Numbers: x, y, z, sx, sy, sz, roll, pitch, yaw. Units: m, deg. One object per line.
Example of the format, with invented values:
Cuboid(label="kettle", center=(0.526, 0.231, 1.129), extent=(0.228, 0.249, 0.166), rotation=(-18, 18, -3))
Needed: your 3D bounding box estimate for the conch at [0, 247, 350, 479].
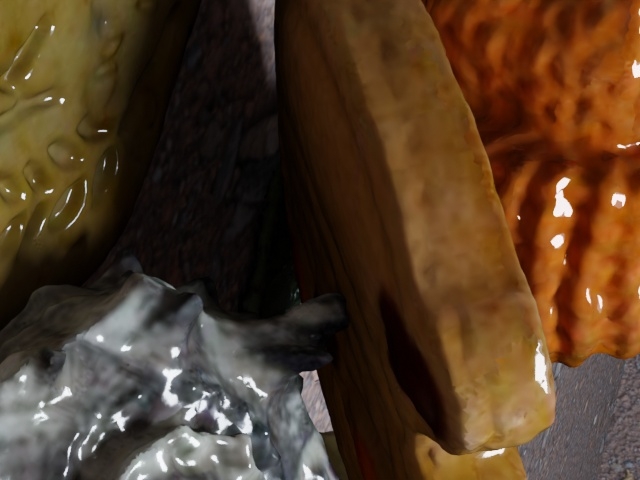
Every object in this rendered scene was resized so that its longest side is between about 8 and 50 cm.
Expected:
Cuboid(label="conch", center=(-0.097, 0.147, 0.607), extent=(0.313, 0.186, 0.241), rotation=(-56, 153, 11))

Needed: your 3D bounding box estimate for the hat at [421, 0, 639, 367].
Cuboid(label="hat", center=(0.141, -0.121, 0.814), extent=(0.285, 0.285, 0.400), rotation=(-59, 146, -34))

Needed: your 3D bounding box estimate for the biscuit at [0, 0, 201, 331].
Cuboid(label="biscuit", center=(-0.140, -0.099, 0.552), extent=(0.359, 0.046, 0.359), rotation=(-49, 148, -45))

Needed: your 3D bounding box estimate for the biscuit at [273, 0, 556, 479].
Cuboid(label="biscuit", center=(0.036, 0.046, 0.765), extent=(0.455, 0.078, 0.349), rotation=(83, -7, -48))

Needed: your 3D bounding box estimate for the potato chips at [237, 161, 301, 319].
Cuboid(label="potato chips", center=(0.004, 0.001, 1.008), extent=(0.220, 0.029, 0.202), rotation=(25, 79, -67))

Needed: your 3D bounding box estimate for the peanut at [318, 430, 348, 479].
Cuboid(label="peanut", center=(-0.021, 0.308, 0.956), extent=(0.340, 0.158, 0.174), rotation=(-66, -163, -8))
